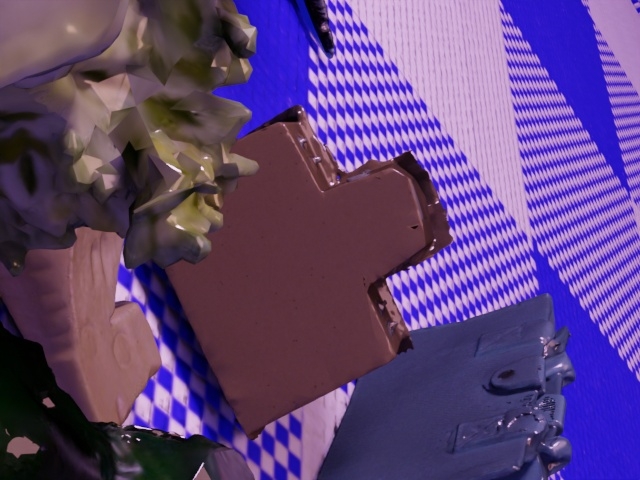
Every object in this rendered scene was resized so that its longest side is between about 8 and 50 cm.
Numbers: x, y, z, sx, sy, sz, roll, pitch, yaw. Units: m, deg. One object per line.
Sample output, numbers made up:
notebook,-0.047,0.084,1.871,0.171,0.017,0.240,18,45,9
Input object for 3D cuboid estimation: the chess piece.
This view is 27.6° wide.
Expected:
chess piece,-0.139,0.003,0.689,0.090,0.090,0.200,-47,122,-64

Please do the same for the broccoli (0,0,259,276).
broccoli,-0.158,-0.080,0.437,0.317,0.338,0.277,-104,179,-70

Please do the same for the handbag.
handbag,0.098,0.129,0.933,0.062,0.179,0.229,59,27,-18

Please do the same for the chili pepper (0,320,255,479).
chili pepper,-0.114,0.133,0.558,0.264,0.116,0.148,55,29,-24

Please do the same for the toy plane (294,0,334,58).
toy plane,-0.022,-0.286,1.181,0.169,0.078,0.246,-23,93,-39

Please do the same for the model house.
model house,0.000,0.000,0.902,0.181,0.176,0.248,64,7,-4
